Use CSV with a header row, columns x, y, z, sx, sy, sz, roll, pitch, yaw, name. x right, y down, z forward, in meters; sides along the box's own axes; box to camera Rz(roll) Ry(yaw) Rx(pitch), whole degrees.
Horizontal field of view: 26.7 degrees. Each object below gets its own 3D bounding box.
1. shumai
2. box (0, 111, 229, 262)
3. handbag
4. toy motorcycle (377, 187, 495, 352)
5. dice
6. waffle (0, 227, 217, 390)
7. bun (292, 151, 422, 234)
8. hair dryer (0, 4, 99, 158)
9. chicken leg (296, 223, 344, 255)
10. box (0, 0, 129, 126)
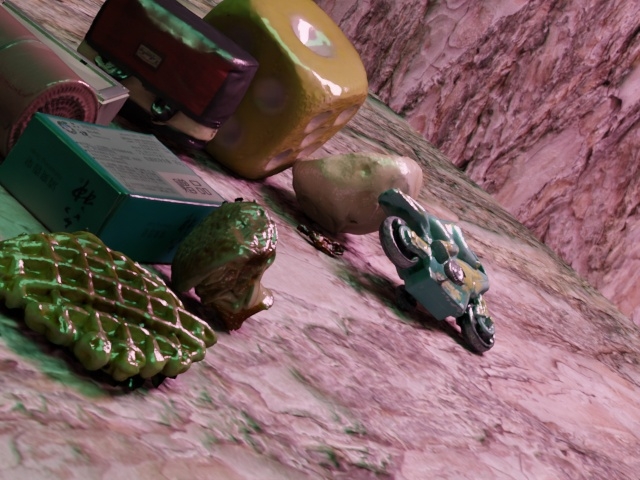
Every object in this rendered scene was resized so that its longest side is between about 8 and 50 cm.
x,y,z,sx,sy,sz,roll,pitch,yaw,name
-0.094,0.033,1.498,0.116,0.145,0.145,48,8,-21,shumai
-0.226,-0.054,1.513,0.153,0.092,0.245,42,15,20,box
-0.237,-0.254,1.999,0.254,0.181,0.181,35,13,3,handbag
0.190,0.034,2.114,0.296,0.109,0.198,42,35,-34,toy motorcycle
-0.086,-0.254,2.167,0.238,0.233,0.227,52,28,11,dice
-0.206,0.057,1.248,0.208,0.054,0.214,42,19,9,waffle
0.056,-0.075,2.187,0.231,0.133,0.231,2,2,0,bun
-0.427,-0.188,1.446,0.210,0.125,0.352,42,21,28,hair dryer
0.001,0.001,2.070,0.083,0.021,0.036,27,25,-18,chicken leg
-0.372,-0.220,1.739,0.225,0.086,0.129,37,13,-1,box
